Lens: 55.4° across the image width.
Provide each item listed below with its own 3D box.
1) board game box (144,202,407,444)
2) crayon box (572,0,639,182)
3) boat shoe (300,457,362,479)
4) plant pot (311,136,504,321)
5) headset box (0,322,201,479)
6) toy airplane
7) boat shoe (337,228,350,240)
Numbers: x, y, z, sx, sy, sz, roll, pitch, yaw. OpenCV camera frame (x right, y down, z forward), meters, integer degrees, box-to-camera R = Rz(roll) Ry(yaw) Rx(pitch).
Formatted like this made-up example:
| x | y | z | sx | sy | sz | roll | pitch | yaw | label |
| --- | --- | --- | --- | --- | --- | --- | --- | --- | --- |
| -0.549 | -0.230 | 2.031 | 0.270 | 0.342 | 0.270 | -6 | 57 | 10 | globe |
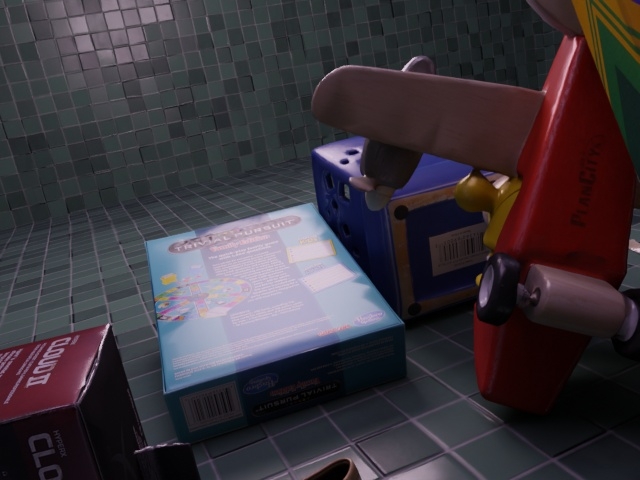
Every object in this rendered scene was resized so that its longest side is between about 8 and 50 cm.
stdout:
| x | y | z | sx | sy | sz | roll | pitch | yaw | label |
| --- | --- | --- | --- | --- | --- | --- | --- | --- | --- |
| -0.077 | 0.077 | 0.769 | 0.254 | 0.079 | 0.336 | -14 | 29 | -12 | board game box |
| 0.307 | -0.175 | 0.438 | 0.203 | 0.322 | 0.083 | -14 | -18 | 7 | crayon box |
| -0.026 | 0.208 | 0.461 | 0.135 | 0.045 | 0.050 | -21 | 18 | -31 | boat shoe |
| 0.139 | -0.025 | 0.855 | 0.236 | 0.235 | 0.212 | -15 | 23 | -13 | plant pot |
| -0.209 | 0.188 | 0.338 | 0.294 | 0.217 | 0.110 | -14 | 16 | -7 | headset box |
| 0.234 | -0.076 | 0.616 | 0.385 | 0.386 | 0.272 | -31 | -7 | -5 | toy airplane |
| 0.000 | 0.000 | 1.027 | 0.325 | 0.096 | 0.116 | -15 | -13 | -20 | boat shoe |
